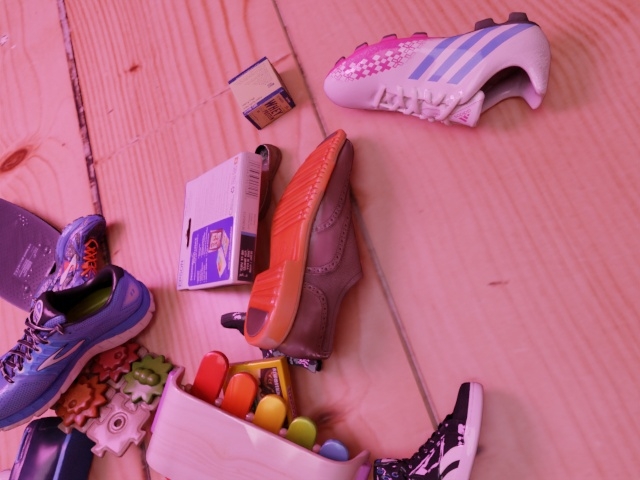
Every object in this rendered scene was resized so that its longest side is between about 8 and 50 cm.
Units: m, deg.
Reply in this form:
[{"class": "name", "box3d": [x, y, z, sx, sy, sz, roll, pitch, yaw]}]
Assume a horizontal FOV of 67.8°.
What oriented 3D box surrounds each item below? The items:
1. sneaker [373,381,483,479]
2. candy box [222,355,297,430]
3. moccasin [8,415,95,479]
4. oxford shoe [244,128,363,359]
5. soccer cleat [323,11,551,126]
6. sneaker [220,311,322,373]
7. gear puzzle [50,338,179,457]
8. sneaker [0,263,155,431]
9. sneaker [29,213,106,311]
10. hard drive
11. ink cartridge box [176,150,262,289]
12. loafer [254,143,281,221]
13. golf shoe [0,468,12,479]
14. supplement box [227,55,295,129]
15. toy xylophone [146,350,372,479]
[{"class": "sneaker", "box3d": [0.132, 0.278, 0.610, 0.121, 0.079, 0.216, 11, 83, 21]}, {"class": "candy box", "box3d": [-0.082, 0.278, 0.696, 0.105, 0.027, 0.205, -12, 87, 20]}, {"class": "moccasin", "box3d": [-0.471, 0.464, 0.773, 0.117, 0.137, 0.341, 6, 66, 12]}, {"class": "oxford shoe", "box3d": [0.000, 0.000, 0.723, 0.130, 0.133, 0.363, -19, 50, 59]}, {"class": "soccer cleat", "box3d": [0.163, -0.228, 0.701, 0.332, 0.116, 0.143, -8, 74, 18]}, {"class": "sneaker", "box3d": [-0.080, 0.157, 0.734, 0.170, 0.051, 0.089, -3, 73, 17]}, {"class": "gear puzzle", "box3d": [-0.334, 0.248, 0.775, 0.339, 0.044, 0.175, 20, 59, 23]}, {"class": "sneaker", "box3d": [-0.431, 0.152, 0.747, 0.130, 0.147, 0.330, 30, 60, 29]}, {"class": "sneaker", "box3d": [-0.449, 0.055, 0.890, 0.087, 0.083, 0.221, 23, 91, 10]}, {"class": "hard drive", "box3d": [-0.609, 0.025, 0.960, 0.255, 0.054, 0.171, 24, 86, 24]}, {"class": "ink cartridge box", "box3d": [-0.173, -0.022, 0.792, 0.208, 0.045, 0.206, -11, 72, 49]}, {"class": "loafer", "box3d": [-0.111, -0.100, 0.807, 0.056, 0.050, 0.147, 9, 79, 23]}, {"class": "golf shoe", "box3d": [-0.610, 0.446, 0.843, 0.176, 0.086, 0.069, -8, 73, 17]}, {"class": "supplement box", "box3d": [-0.103, -0.259, 0.840, 0.083, 0.056, 0.083, -31, 68, 11]}, {"class": "toy xylophone", "box3d": [-0.108, 0.312, 0.643, 0.323, 0.081, 0.236, 28, 96, 12]}]
